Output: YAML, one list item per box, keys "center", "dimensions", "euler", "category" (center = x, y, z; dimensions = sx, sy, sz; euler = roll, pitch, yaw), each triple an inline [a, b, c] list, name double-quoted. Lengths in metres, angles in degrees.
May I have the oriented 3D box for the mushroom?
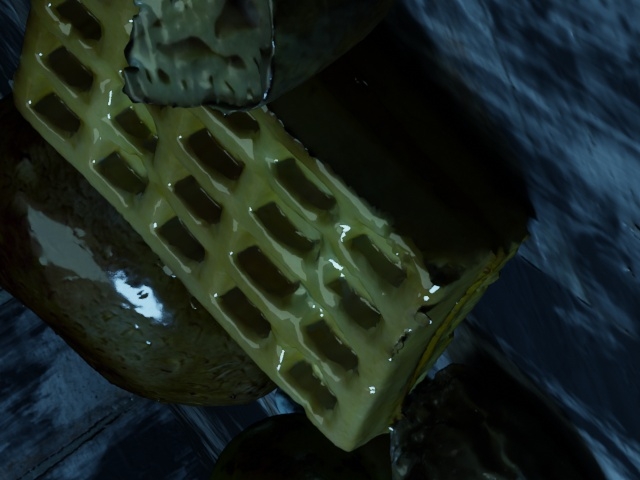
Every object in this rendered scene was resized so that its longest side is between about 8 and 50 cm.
- center: [-0.153, 0.012, 1.563]
  dimensions: [0.345, 0.239, 0.345]
  euler: [32, -170, -7]
  category: "mushroom"

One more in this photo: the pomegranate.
- center: [0.009, 0.188, 1.411]
  dimensions: [0.156, 0.220, 0.156]
  euler: [48, -167, -15]
  category: "pomegranate"

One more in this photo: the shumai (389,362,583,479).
- center: [0.079, 0.191, 1.236]
  dimensions: [0.166, 0.176, 0.206]
  euler: [59, 171, -14]
  category: "shumai"

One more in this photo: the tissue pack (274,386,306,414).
- center: [0.077, 0.228, 1.562]
  dimensions: [0.257, 0.081, 0.185]
  euler: [46, 164, 33]
  category: "tissue pack"

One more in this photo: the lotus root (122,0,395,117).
- center: [-0.017, -0.121, 0.916]
  dimensions: [0.095, 0.135, 0.159]
  euler: [52, 154, 17]
  category: "lotus root"

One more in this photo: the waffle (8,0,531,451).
- center: [-0.038, -0.052, 1.090]
  dimensions: [0.327, 0.098, 0.224]
  euler: [46, 148, 15]
  category: "waffle"
